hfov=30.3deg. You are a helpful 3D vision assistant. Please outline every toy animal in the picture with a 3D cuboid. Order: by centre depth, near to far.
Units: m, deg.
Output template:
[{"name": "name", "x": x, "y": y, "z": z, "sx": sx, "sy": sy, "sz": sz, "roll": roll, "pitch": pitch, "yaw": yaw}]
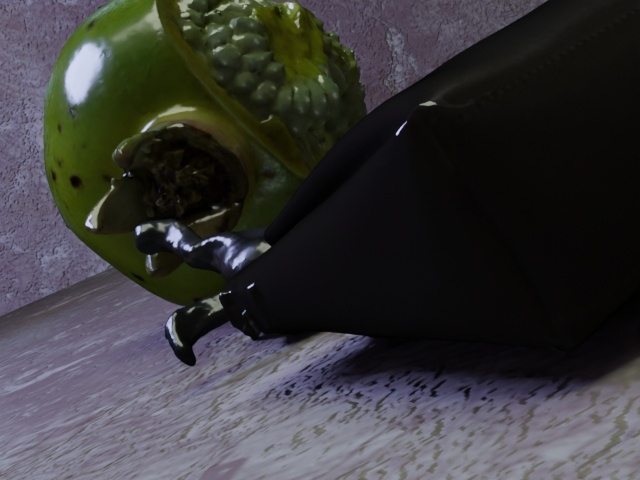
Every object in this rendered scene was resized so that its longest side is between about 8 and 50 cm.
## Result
[{"name": "toy animal", "x": 0.000, "y": 0.000, "z": 0.691, "sx": 0.232, "sy": 0.085, "sz": 0.148, "roll": -21, "pitch": 7, "yaw": -25}]

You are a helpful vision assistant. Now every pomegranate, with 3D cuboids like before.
[{"name": "pomegranate", "x": -0.092, "y": -0.067, "z": 0.880, "sx": 0.260, "sy": 0.260, "sz": 0.341, "roll": -21, "pitch": 12, "yaw": 15}]

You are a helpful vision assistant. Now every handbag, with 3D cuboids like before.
[{"name": "handbag", "x": 0.107, "y": -0.042, "z": 0.507, "sx": 0.285, "sy": 0.113, "sz": 0.257, "roll": -33, "pitch": 3, "yaw": -26}]
